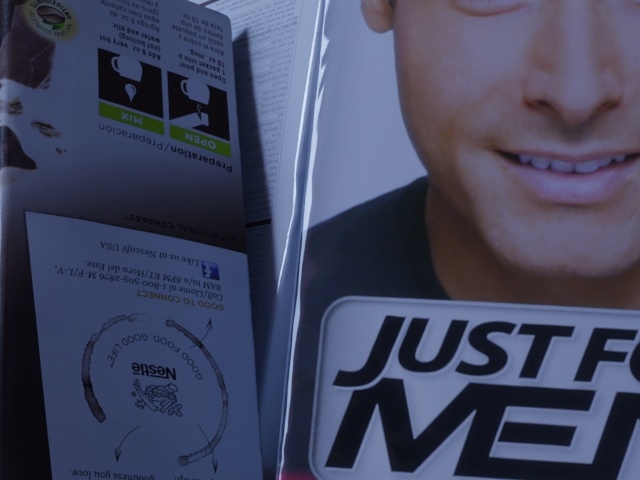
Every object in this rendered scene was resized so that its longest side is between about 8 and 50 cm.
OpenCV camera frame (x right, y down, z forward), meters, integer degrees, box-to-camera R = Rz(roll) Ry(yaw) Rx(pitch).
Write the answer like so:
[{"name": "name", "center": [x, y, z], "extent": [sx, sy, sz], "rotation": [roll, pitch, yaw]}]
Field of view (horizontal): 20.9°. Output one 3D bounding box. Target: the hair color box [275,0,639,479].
[{"name": "hair color box", "center": [0.091, -0.008, 0.665], "extent": [0.185, 0.113, 0.374], "rotation": [3, 72, 9]}]

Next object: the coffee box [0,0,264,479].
[{"name": "coffee box", "center": [-0.119, 0.046, 0.740], "extent": [0.168, 0.119, 0.297], "rotation": [-42, 43, 42]}]

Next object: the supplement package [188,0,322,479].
[{"name": "supplement package", "center": [0.000, 0.000, 0.825], "extent": [0.139, 0.134, 0.244], "rotation": [-9, 68, 53]}]
